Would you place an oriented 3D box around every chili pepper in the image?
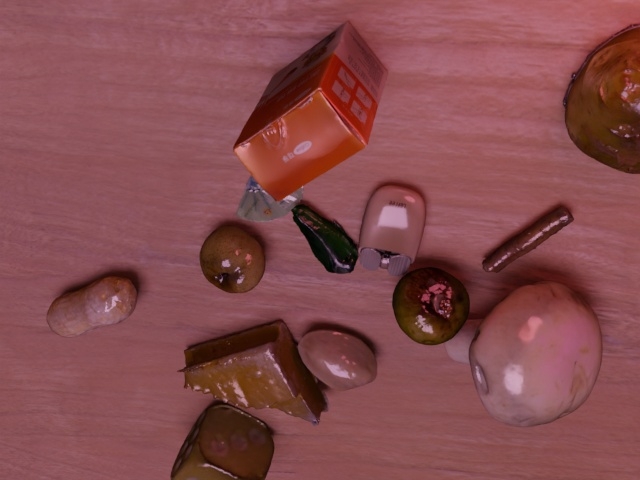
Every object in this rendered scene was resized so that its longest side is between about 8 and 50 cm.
[{"bbox_3d":[0.001,-0.001,1.855,0.108,0.062,0.216,-29,113,29],"label":"chili pepper"}]

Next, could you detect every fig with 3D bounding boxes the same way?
[{"bbox_3d":[0.252,0.153,1.834,0.181,0.191,0.181,-3,98,-19],"label":"fig"}]

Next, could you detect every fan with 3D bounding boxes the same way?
[{"bbox_3d":[-0.115,-0.113,1.834,0.131,0.009,0.240,36,125,-17],"label":"fan"}]

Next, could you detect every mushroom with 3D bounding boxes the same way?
[{"bbox_3d":[0.485,0.280,1.797,0.325,0.353,0.353,46,123,-2],"label":"mushroom"}]

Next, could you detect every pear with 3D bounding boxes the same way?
[{"bbox_3d":[-0.218,0.049,1.893,0.167,0.136,0.167,19,140,16],"label":"pear"}]

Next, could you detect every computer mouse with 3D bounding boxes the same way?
[{"bbox_3d":[0.165,-0.019,1.792,0.145,0.082,0.236,13,126,2],"label":"computer mouse"}]

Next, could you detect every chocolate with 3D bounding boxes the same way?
[{"bbox_3d":[-0.614,0.181,2.089,0.309,0.134,0.134,-22,118,28],"label":"chocolate"}]

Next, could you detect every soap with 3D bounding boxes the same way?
[{"bbox_3d":[-0.193,0.408,2.131,0.339,0.169,0.304,-19,109,25],"label":"soap"}]

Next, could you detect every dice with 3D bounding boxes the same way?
[{"bbox_3d":[-0.292,0.652,2.285,0.233,0.238,0.227,32,125,-10],"label":"dice"}]

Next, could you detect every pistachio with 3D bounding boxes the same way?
[{"bbox_3d":[0.045,0.315,2.039,0.223,0.126,0.152,22,93,2],"label":"pistachio"}]

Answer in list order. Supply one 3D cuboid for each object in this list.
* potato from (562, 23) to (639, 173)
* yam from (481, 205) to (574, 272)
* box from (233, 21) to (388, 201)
[{"bbox_3d":[0.597,-0.240,1.465,0.247,0.196,0.299,10,129,7],"label":"potato"},{"bbox_3d":[0.469,0.003,1.754,0.057,0.056,0.241,41,122,-17],"label":"yam"},{"bbox_3d":[-0.012,-0.254,1.497,0.225,0.341,0.143,-30,115,29],"label":"box"}]
